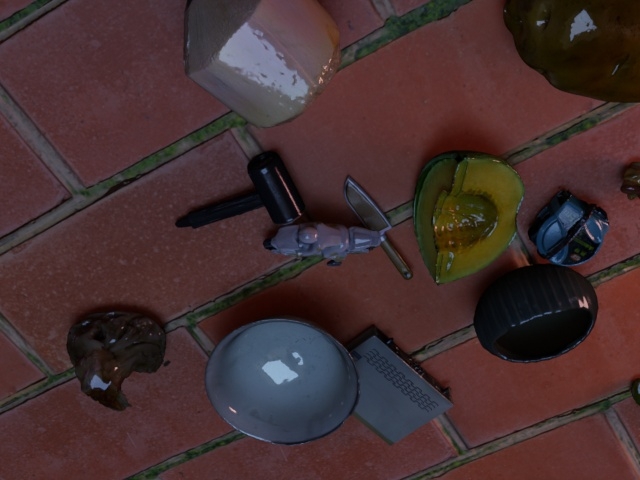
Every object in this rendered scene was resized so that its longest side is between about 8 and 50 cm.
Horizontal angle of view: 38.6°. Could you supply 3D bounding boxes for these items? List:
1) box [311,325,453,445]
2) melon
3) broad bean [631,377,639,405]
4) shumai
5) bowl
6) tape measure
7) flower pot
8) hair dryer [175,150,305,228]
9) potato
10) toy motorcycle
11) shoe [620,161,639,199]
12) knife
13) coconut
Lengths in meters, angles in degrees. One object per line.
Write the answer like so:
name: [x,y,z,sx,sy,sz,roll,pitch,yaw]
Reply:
box: [0.136,0.315,1.972,0.211,0.045,0.270,-39,115,22]
melon: [0.273,-0.066,1.692,0.169,0.129,0.265,-7,122,-23]
broad bean: [0.771,0.359,2.005,0.214,0.048,0.070,24,120,-12]
shumai: [-0.416,0.244,1.843,0.206,0.175,0.166,-5,123,-1]
bowl: [-0.071,0.254,1.866,0.314,0.146,0.313,2,118,4]
tape measure: [0.475,-0.016,1.741,0.125,0.081,0.146,31,118,-15]
flower pot: [0.421,0.141,1.795,0.243,0.157,0.189,-17,124,13]
hair dryer: [-0.168,-0.074,1.711,0.256,0.070,0.128,-16,121,15]
potato: [0.475,-0.327,1.500,0.369,0.176,0.195,18,94,-16]
toy motorcycle: [0.000,0.000,1.721,0.229,0.151,0.074,1,78,4]
shoe: [0.605,-0.094,1.701,0.109,0.072,0.069,44,74,-29]
knife: [0.115,-0.024,1.766,0.046,0.022,0.256,-27,115,22]
coconut: [-0.106,-0.320,1.451,0.239,0.239,0.244,-39,114,22]
